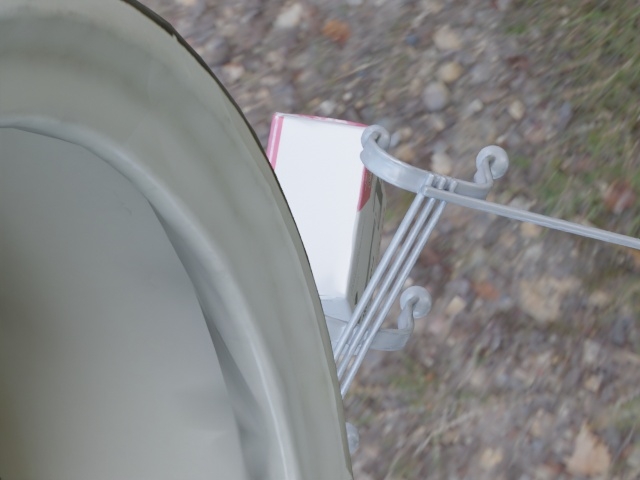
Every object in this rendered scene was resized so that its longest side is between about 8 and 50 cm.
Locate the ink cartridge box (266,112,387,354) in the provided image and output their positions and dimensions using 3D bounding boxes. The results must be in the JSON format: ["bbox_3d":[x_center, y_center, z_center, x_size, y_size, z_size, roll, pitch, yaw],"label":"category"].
[{"bbox_3d":[0.000,0.000,1.696,0.092,0.218,0.158,8,75,6],"label":"ink cartridge box"}]

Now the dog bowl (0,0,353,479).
[{"bbox_3d":[-0.126,0.141,0.445,0.150,0.408,0.408,1,104,21],"label":"dog bowl"}]

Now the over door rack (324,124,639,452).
[{"bbox_3d":[0.113,0.073,1.251,0.324,0.108,0.239,17,112,-26],"label":"over door rack"}]
